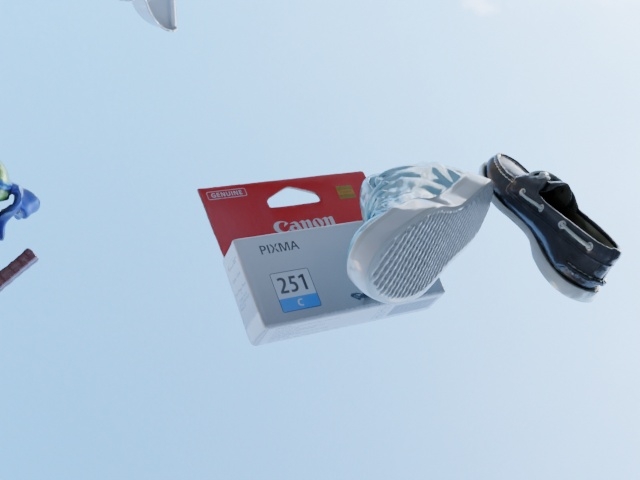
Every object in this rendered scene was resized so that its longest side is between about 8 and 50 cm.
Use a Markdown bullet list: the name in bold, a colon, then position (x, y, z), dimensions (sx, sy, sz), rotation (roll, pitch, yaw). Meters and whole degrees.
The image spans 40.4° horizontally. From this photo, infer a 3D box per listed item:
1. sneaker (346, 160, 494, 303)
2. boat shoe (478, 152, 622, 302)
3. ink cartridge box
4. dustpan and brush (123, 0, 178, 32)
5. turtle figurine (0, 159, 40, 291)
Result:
- **sneaker**: position (0.098, -0.022, 1.134), dimensions (0.150, 0.135, 0.366), rotation (20, -159, 24)
- **boat shoe**: position (0.325, -0.044, 1.229), dimensions (0.114, 0.091, 0.302), rotation (8, -144, -32)
- **ink cartridge box**: position (0.000, 0.000, 1.258), dimensions (0.296, 0.066, 0.261), rotation (-9, -117, -29)
- **dustpan and brush**: position (-0.275, -0.401, 1.394), dimensions (0.060, 0.147, 0.211), rotation (12, -157, 27)
- **turtle figurine**: position (-0.401, 0.014, 0.718), dimensions (0.198, 0.275, 0.266), rotation (33, -83, 36)
